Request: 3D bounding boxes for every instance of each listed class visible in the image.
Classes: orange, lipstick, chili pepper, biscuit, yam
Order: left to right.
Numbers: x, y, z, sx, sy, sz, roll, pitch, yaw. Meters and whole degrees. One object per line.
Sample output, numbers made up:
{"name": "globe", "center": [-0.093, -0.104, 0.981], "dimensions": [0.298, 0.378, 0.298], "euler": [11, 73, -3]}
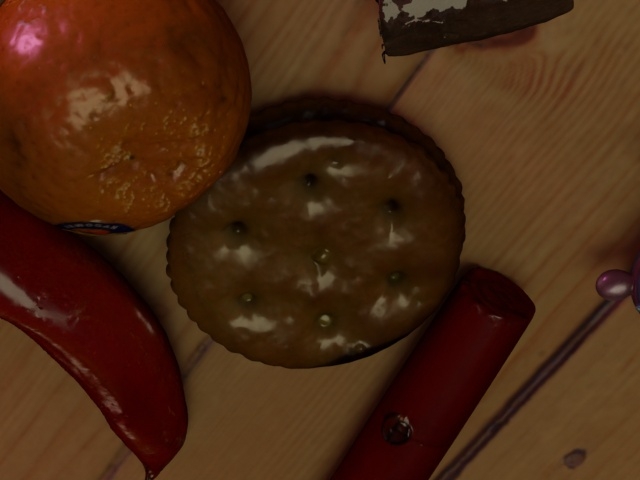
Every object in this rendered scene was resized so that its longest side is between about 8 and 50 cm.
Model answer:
{"name": "chili pepper", "center": [-0.200, 0.062, 0.870], "dimensions": [0.137, 0.092, 0.368], "euler": [-26, 119, 26]}
{"name": "orange", "center": [-0.130, -0.090, 0.733], "dimensions": [0.178, 0.155, 0.177], "euler": [-8, 141, -6]}
{"name": "biscuit", "center": [0.000, 0.000, 0.852], "dimensions": [0.221, 0.066, 0.220], "euler": [-2, 124, -3]}
{"name": "lipstick", "center": [0.077, 0.147, 0.950], "dimensions": [0.073, 0.073, 0.279], "euler": [19, 119, -15]}
{"name": "yam", "center": [0.093, -0.166, 0.743], "dimensions": [0.127, 0.084, 0.084], "euler": [-12, 123, 4]}

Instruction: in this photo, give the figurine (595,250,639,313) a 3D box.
{"name": "figurine", "center": [0.339, -0.009, 0.838], "dimensions": [0.205, 0.103, 0.260], "euler": [40, 110, 3]}
